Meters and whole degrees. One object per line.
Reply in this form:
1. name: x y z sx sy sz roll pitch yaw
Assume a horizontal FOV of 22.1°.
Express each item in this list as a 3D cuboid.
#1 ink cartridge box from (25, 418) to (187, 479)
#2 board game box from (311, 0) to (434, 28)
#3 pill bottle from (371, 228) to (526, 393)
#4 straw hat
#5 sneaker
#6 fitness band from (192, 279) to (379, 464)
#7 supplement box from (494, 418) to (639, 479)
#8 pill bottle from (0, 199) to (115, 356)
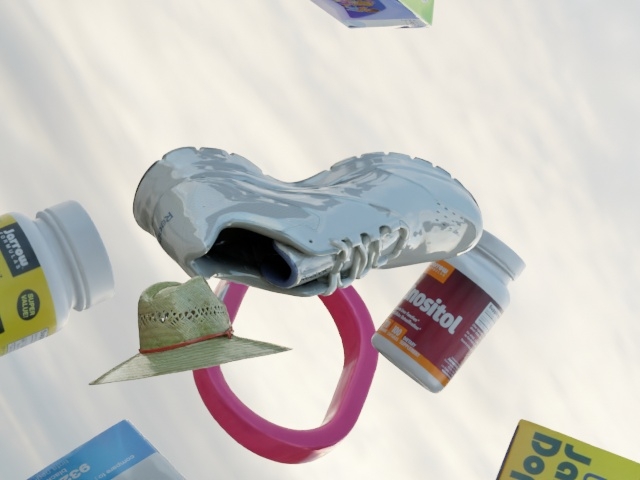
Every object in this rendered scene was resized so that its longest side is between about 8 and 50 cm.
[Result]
1. ink cartridge box: -0.126 0.340 1.478 0.307 0.129 0.223 35 -32 49
2. board game box: 0.003 -0.315 1.226 0.347 0.078 0.233 19 74 -66
3. pill bottle: 0.125 0.064 1.564 0.086 0.152 0.086 38 -6 4
4. straw hat: -0.092 0.056 1.100 0.144 0.144 0.061 163 -83 -73
5. sneaker: 0.000 0.000 1.334 0.129 0.297 0.111 -118 -147 -51
6. fitness band: -0.037 0.123 1.834 0.209 0.291 0.054 40 -52 -12
7. supplement box: 0.249 0.385 1.779 0.195 0.194 0.356 20 -34 9
8. pill bottle: -0.299 0.045 1.471 0.119 0.208 0.119 49 -27 36
